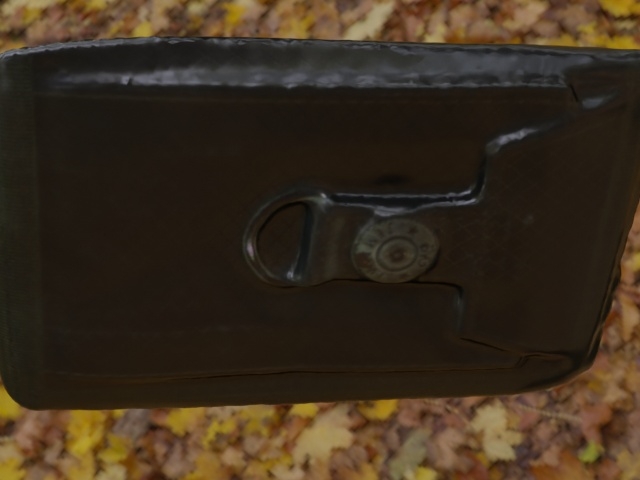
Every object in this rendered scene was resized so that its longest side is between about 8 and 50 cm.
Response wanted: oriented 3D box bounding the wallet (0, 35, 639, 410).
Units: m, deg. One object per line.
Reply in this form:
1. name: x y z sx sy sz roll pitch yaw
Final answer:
1. wallet: 0.000 0.000 0.477 0.245 0.168 0.052 -2 40 -13
